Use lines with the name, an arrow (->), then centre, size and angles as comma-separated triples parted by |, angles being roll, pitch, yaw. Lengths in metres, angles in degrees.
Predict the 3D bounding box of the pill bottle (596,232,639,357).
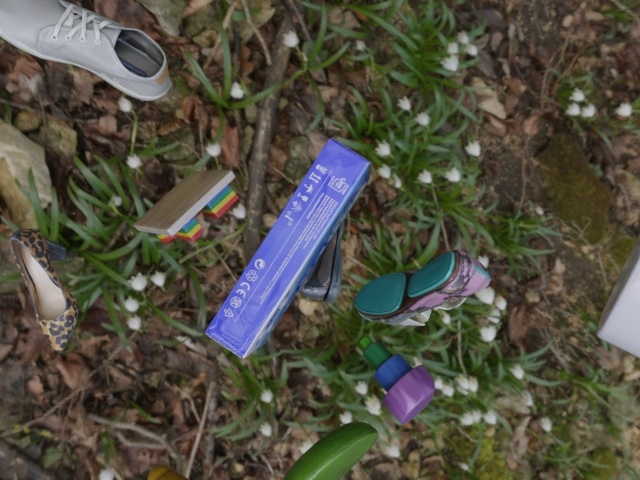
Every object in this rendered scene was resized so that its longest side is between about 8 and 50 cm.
pill bottle -> 0.338, 0.062, 0.339 | 0.160, 0.283, 0.160 | -44, 148, -37

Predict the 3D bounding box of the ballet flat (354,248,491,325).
ballet flat -> 0.133, 0.073, 0.741 | 0.079, 0.076, 0.221 | 30, 148, -19

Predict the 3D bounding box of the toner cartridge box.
toner cartridge box -> -0.042, 0.015, 0.906 | 0.347, 0.075, 0.165 | -57, 173, 0

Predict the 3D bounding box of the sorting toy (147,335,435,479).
sorting toy -> -0.040, 0.222, 0.616 | 0.366, 0.126, 0.127 | -32, 151, -22

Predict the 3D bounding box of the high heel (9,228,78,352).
high heel -> -0.610, 0.110, 1.214 | 0.093, 0.261, 0.186 | -12, 165, 1

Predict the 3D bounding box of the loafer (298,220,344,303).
loafer -> 0.000, 0.000, 1.124 | 0.084, 0.267, 0.096 | 10, 139, -8

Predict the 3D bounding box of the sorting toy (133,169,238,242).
sorting toy -> -0.386, -0.092, 1.661 | 0.257, 0.256, 0.089 | -49, 121, -25

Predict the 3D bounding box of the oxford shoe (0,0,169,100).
oxford shoe -> -0.553, -0.478, 1.304 | 0.450, 0.130, 0.169 | 23, 65, -24
